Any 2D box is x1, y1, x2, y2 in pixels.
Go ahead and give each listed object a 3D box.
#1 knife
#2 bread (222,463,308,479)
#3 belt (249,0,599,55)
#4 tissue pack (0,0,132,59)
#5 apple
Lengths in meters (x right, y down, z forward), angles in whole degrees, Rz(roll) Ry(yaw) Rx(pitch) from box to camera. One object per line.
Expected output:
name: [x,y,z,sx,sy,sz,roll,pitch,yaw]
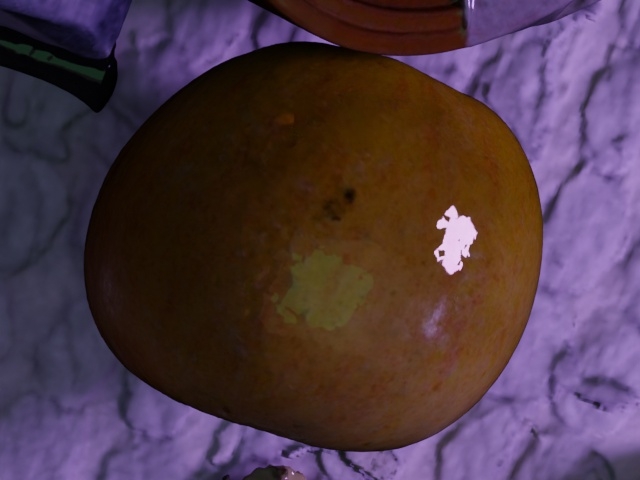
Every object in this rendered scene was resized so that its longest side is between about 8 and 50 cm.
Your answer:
knife: [-0.200,-0.093,0.594,0.230,0.028,0.060,18,118,-11]
bread: [0.001,0.211,0.648,0.169,0.160,0.140,42,99,-18]
belt: [0.066,-0.181,0.538,0.261,0.105,0.184,-37,112,-6]
tissue pack: [-0.104,-0.276,0.378,0.288,0.124,0.394,16,96,-55]
apple: [0.000,0.000,0.575,0.182,0.182,0.155,17,95,-13]
